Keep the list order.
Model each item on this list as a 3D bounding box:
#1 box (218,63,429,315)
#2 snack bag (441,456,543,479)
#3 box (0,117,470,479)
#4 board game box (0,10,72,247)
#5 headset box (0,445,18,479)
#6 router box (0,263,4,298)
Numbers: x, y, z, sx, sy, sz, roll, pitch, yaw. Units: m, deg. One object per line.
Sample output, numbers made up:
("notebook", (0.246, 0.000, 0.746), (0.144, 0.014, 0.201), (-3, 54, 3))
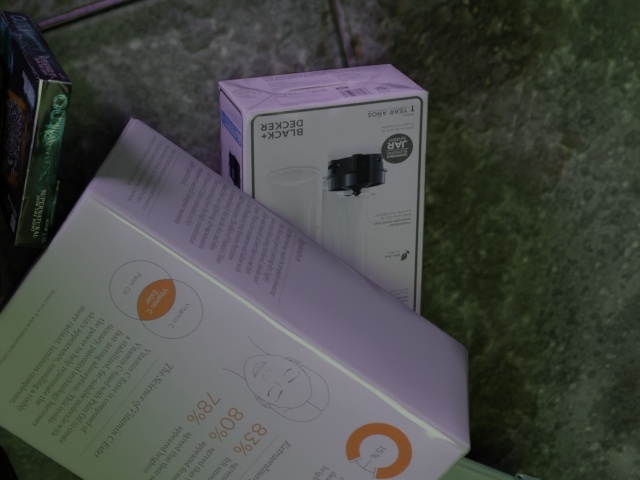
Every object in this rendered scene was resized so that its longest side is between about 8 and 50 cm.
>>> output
("box", (0.000, 0.000, 1.243), (0.169, 0.087, 0.289), (-9, 116, -17))
("snack bag", (0.028, 0.316, 1.400), (0.323, 0.037, 0.342), (24, 114, -27))
("box", (-0.079, 0.103, 1.126), (0.345, 0.168, 0.215), (35, 113, -10))
("board game box", (-0.224, -0.088, 1.056), (0.026, 0.186, 0.126), (5, 112, -23))
("headset box", (-0.273, 0.352, 1.202), (0.131, 0.246, 0.283), (-21, 120, -12))
("router box", (-0.397, -0.059, 1.007), (0.309, 0.081, 0.242), (-7, 89, -19))
